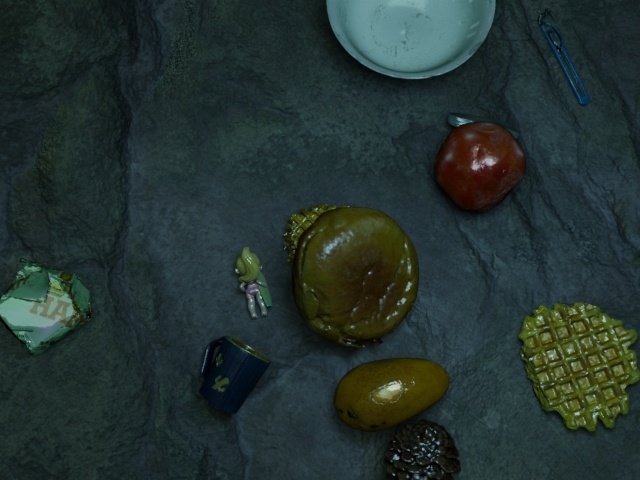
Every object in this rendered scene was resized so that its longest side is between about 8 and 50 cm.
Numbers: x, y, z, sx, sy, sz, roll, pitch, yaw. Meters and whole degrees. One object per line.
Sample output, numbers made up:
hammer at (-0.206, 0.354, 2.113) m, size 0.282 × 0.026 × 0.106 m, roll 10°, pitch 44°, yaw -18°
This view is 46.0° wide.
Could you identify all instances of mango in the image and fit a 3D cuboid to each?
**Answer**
mango at (0.175, 0.362, 1.815) m, size 0.290 × 0.191 × 0.160 m, roll -15°, pitch 85°, yaw -5°

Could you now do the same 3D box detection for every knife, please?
knife at (0.662, -0.499, 2.048) m, size 0.044 × 0.026 × 0.297 m, roll -19°, pitch 77°, yaw -13°

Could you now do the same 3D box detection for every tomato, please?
tomato at (0.396, -0.189, 1.899) m, size 0.231 × 0.188 × 0.232 m, roll 4°, pitch 104°, yaw 17°

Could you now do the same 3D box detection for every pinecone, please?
pinecone at (0.243, 0.530, 1.779) m, size 0.184 × 0.179 × 0.205 m, roll -23°, pitch 122°, yaw -22°

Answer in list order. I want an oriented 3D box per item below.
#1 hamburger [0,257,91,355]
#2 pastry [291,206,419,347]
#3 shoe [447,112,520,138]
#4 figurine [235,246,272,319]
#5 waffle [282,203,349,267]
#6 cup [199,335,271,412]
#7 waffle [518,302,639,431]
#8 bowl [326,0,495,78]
hamburger at (-0.712, 0.154, 1.938) m, size 0.214 × 0.125 × 0.235 m, roll -39°, pitch 82°, yaw -11°
pastry at (0.086, 0.087, 1.839) m, size 0.355 × 0.164 × 0.356 m, roll -4°, pitch 103°, yaw -18°
shoe at (0.425, -0.285, 2.003) m, size 0.195 × 0.079 × 0.078 m, roll 16°, pitch 115°, yaw -2°
figurine at (-0.173, 0.109, 1.945) m, size 0.083 × 0.083 × 0.188 m, roll -10°, pitch 87°, yaw 1°
waffle at (0.000, 0.000, 1.959) m, size 0.197 × 0.070 × 0.193 m, roll -14°, pitch 78°, yaw 3°
cup at (-0.231, 0.327, 1.882) m, size 0.176 × 0.131 × 0.155 m, roll 25°, pitch 83°, yaw 38°
waffle at (0.632, 0.307, 1.862) m, size 0.307 × 0.060 × 0.312 m, roll 14°, pitch 77°, yaw 7°
bowl at (0.234, -0.593, 2.005) m, size 0.434 × 0.196 × 0.435 m, roll -1°, pitch 77°, yaw 3°
